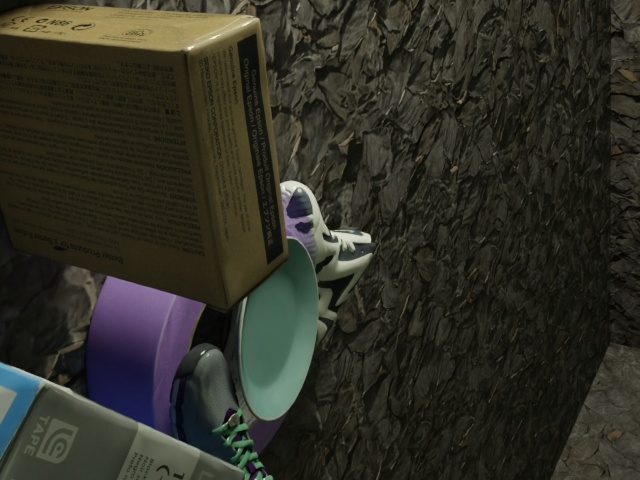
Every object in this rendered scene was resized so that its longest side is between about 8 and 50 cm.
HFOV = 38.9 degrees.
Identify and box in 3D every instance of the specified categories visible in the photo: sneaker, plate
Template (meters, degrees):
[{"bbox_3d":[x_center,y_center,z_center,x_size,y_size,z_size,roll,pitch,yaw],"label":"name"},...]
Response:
[{"bbox_3d":[0.000,0.000,1.099,0.153,0.094,0.235,-51,140,-41],"label":"sneaker"},{"bbox_3d":[-0.077,0.202,0.853,0.083,0.098,0.224,-36,130,-49],"label":"sneaker"},{"bbox_3d":[-0.048,0.089,0.919,0.188,0.024,0.188,4,90,-68],"label":"plate"}]

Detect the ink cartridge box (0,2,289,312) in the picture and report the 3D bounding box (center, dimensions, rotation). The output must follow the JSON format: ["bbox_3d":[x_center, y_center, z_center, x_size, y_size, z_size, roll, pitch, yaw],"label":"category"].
[{"bbox_3d":[-0.148,-0.071,0.680,0.088,0.234,0.193,-40,133,-46],"label":"ink cartridge box"}]

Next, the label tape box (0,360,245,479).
[{"bbox_3d":[-0.199,0.166,0.659,0.347,0.249,0.115,44,63,-56],"label":"label tape box"}]

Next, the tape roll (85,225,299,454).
[{"bbox_3d":[-0.114,0.104,0.945,0.275,0.090,0.275,-28,123,-54],"label":"tape roll"}]
